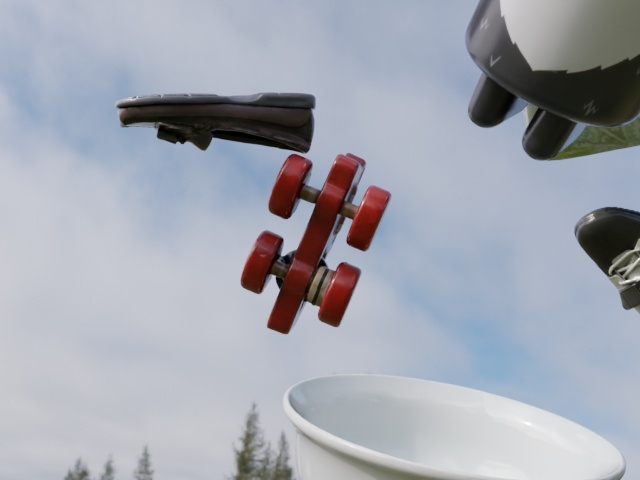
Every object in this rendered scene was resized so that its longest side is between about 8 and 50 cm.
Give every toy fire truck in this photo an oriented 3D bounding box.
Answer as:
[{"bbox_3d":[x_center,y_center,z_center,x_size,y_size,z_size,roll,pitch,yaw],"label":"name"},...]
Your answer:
[{"bbox_3d":[0.000,0.000,1.239,0.169,0.302,0.254,22,5,6],"label":"toy fire truck"}]

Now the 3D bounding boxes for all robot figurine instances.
[{"bbox_3d":[0.225,-0.205,0.625,0.209,0.173,0.278,13,-54,-15],"label":"robot figurine"}]

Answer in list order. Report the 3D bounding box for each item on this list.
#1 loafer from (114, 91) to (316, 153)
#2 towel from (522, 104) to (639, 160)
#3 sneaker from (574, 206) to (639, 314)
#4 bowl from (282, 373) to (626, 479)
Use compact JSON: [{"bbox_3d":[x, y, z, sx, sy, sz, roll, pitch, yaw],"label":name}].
[{"bbox_3d":[-0.153,-0.174,1.151,0.302,0.095,0.109,-4,7,-13],"label":"loafer"},{"bbox_3d":[0.463,-0.280,1.158,0.320,0.090,0.374,-9,-39,15],"label":"towel"},{"bbox_3d":[0.563,0.073,1.272,0.330,0.146,0.122,35,-55,-13],"label":"sneaker"},{"bbox_3d":[0.104,0.221,0.679,0.298,0.134,0.298,9,3,-1],"label":"bowl"}]
